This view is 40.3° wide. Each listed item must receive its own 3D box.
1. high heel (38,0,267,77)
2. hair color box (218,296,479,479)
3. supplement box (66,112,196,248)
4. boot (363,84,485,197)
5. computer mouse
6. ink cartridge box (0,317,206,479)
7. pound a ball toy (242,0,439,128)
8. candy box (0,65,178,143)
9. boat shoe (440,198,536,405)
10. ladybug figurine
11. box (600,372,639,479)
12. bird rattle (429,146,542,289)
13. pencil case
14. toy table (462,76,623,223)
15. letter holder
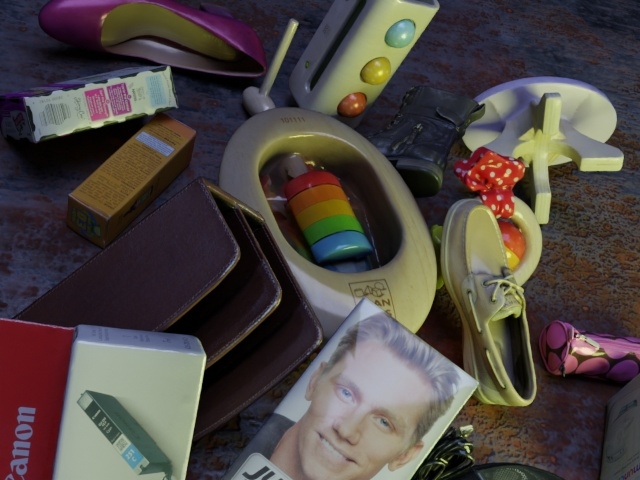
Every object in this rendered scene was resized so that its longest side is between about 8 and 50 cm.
[{"bbox_3d":[-0.276,-0.348,1.493,0.377,0.127,0.181,-9,45,-30],"label":"high heel"},{"bbox_3d":[0.011,0.256,1.022,0.174,0.105,0.347,36,76,10],"label":"hair color box"},{"bbox_3d":[-0.283,-0.096,1.323,0.080,0.078,0.233,29,48,5],"label":"supplement box"},{"bbox_3d":[0.130,-0.183,1.492,0.263,0.091,0.229,14,52,16],"label":"boot"},{"bbox_3d":[0.228,0.322,1.117,0.272,0.188,0.072,21,34,-14],"label":"computer mouse"},{"bbox_3d":[-0.275,0.237,0.923,0.261,0.296,0.066,8,8,-16],"label":"ink cartridge box"},{"bbox_3d":[0.032,-0.303,1.476,0.208,0.319,0.136,-1,50,-40],"label":"pound a ball toy"},{"bbox_3d":[-0.360,-0.212,1.342,0.233,0.071,0.159,-21,20,-31],"label":"candy box"},{"bbox_3d":[0.249,0.087,1.247,0.109,0.098,0.302,-8,90,-30],"label":"boat shoe"},{"bbox_3d":[0.000,0.000,1.285,0.305,0.162,0.449,-5,54,-22],"label":"ladybug figurine"},{"bbox_3d":[0.536,0.342,1.221,0.262,0.127,0.231,25,46,1],"label":"box"},{"bbox_3d":[0.263,-0.015,1.394,0.207,0.143,0.253,40,71,-19],"label":"bird rattle"},{"bbox_3d":[0.449,0.175,1.344,0.209,0.098,0.095,7,50,-15],"label":"pencil case"},{"bbox_3d":[0.389,-0.175,1.528,0.274,0.252,0.161,-11,36,11],"label":"toy table"},{"bbox_3d":[-0.178,0.112,1.031,0.302,0.152,0.214,-36,63,11],"label":"letter holder"}]
